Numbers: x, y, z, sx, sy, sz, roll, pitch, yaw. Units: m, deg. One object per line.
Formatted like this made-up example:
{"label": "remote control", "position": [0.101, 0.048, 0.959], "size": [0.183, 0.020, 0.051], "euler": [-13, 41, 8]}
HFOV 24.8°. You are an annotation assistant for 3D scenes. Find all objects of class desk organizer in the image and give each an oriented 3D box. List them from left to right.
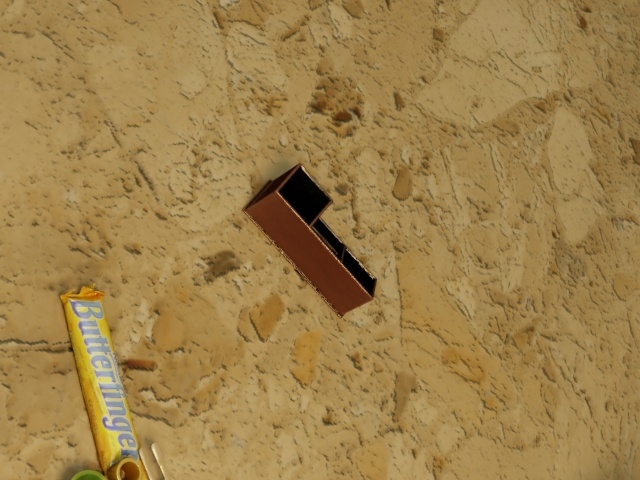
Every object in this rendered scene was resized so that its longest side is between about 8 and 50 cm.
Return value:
{"label": "desk organizer", "position": [0.000, 0.000, 1.257], "size": [0.130, 0.050, 0.047], "euler": [48, 51, -10]}

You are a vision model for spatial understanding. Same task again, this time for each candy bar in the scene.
{"label": "candy bar", "position": [-0.166, 0.111, 1.109], "size": [0.040, 0.018, 0.161], "euler": [-6, 75, -38]}

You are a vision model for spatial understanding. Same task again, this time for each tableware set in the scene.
{"label": "tableware set", "position": [-0.127, 0.231, 1.071], "size": [0.104, 0.024, 0.154], "euler": [-22, 92, -40]}
